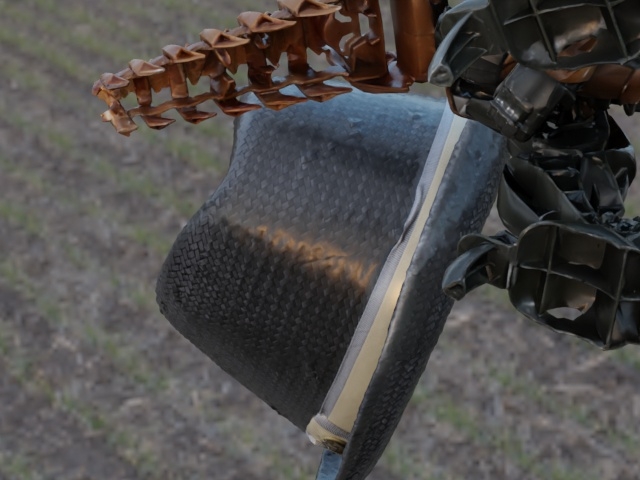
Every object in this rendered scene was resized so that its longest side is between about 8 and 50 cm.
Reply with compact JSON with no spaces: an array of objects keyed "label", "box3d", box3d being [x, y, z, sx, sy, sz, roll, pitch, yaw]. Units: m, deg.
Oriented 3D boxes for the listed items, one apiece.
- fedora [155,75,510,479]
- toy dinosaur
[{"label":"fedora","box3d":[0.000,0.000,0.910,0.153,0.334,0.334,23,24,1]},{"label":"toy dinosaur","box3d":[0.093,-0.068,0.556,0.322,0.164,0.218,-28,27,10]}]
